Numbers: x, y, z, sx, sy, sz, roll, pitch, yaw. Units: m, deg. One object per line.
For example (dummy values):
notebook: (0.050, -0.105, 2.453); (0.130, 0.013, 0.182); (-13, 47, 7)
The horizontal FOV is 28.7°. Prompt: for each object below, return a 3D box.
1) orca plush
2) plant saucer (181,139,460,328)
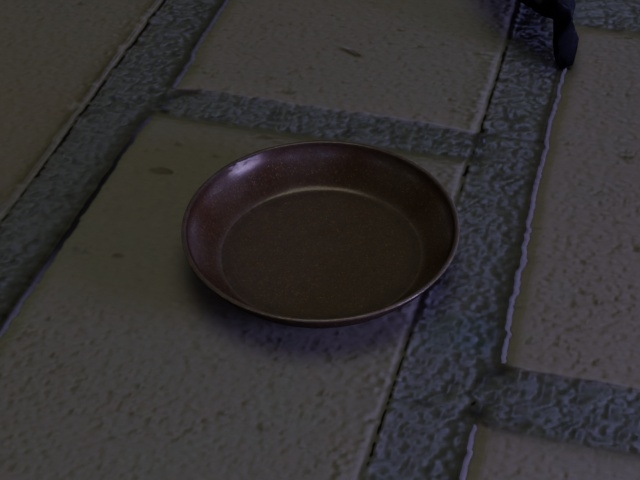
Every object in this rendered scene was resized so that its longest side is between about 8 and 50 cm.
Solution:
orca plush: (0.181, -0.257, 1.182); (0.151, 0.102, 0.287); (27, 37, -39)
plant saucer: (0.000, 0.000, 0.901); (0.199, 0.036, 0.198); (0, 41, 0)
